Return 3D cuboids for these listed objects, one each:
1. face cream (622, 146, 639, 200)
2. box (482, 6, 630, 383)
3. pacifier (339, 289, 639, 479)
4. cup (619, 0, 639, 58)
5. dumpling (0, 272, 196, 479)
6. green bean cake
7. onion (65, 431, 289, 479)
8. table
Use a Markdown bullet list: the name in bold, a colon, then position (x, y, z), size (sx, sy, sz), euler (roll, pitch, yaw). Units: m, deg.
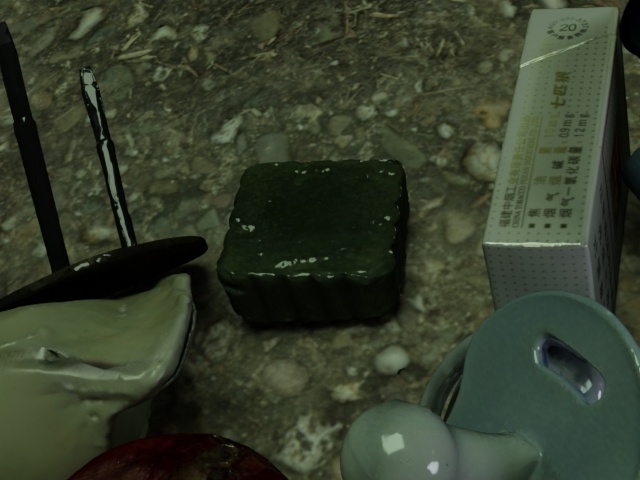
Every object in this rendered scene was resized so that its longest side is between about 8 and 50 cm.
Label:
- **face cream**: position (0.406, 0.051, 1.060), size (0.136, 0.086, 0.385), euler (-26, 55, -10)
- **box**: position (0.234, -0.041, 1.135), size (0.095, 0.210, 0.330), euler (2, 46, 20)
- **pacifier**: position (0.108, 0.166, 0.909), size (0.244, 0.233, 0.299), euler (40, 110, 48)
- **cup**: position (0.450, -0.159, 1.083), size (0.255, 0.178, 0.256), euler (-18, 59, -22)
- **dumpling**: position (-0.258, 0.133, 1.106), size (0.395, 0.233, 0.315), euler (-35, 18, 30)
- **green bean cake**: position (0.000, 0.000, 1.263), size (0.185, 0.094, 0.183), euler (-4, 44, 15)
- **onion**: position (-0.115, 0.276, 0.897), size (0.276, 0.276, 0.276), euler (-10, 43, 10)
- **table**: position (-0.313, -0.050, 1.223), size (0.317, 0.317, 0.249), euler (-22, 86, -4)
